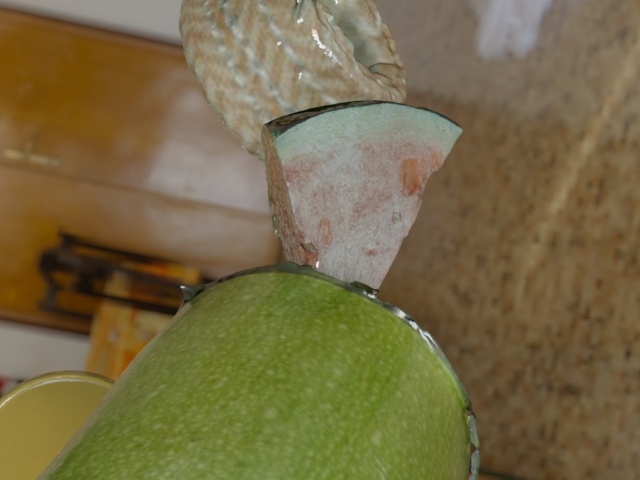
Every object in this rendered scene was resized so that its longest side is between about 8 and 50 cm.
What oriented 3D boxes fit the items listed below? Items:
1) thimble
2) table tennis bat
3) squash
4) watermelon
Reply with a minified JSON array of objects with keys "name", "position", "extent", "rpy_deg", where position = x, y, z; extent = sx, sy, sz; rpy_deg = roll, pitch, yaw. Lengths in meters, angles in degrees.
[{"name":"thimble","position":[-0.022,-0.182,1.765],"extent":[0.148,0.196,0.229],"rpy_deg":[-33,30,21]},{"name":"table tennis bat","position":[-0.234,0.236,2.087],"extent":[0.050,0.320,0.198],"rpy_deg":[-155,62,-62]},{"name":"squash","position":[-0.059,0.206,1.199],"extent":[0.384,0.263,0.263],"rpy_deg":[-55,-13,-56]},{"name":"watermelon","position":[-0.012,-0.021,1.409],"extent":[0.207,0.136,0.202],"rpy_deg":[-42,19,55]}]
